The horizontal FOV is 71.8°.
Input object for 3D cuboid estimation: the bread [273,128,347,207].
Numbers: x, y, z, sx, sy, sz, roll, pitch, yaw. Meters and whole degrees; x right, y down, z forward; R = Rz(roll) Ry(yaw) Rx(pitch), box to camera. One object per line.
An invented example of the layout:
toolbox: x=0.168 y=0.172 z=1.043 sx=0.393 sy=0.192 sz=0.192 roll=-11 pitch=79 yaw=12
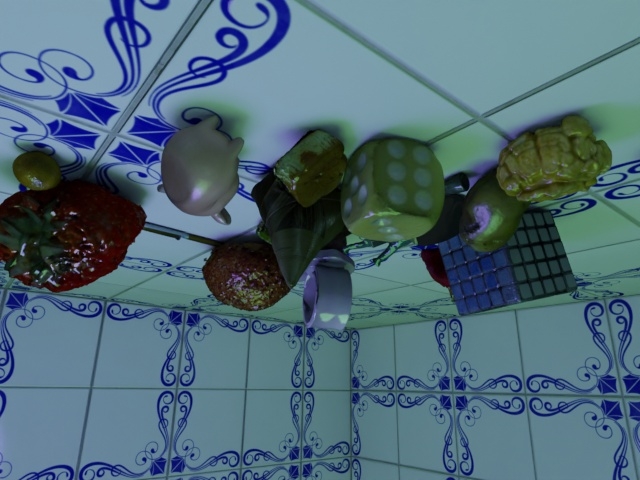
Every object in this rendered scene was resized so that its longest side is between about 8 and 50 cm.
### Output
bread: x=-0.014 y=-0.141 z=0.875 sx=0.140 sy=0.069 sz=0.128 roll=-42 pitch=152 yaw=-4

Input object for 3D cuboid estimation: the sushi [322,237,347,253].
sushi: x=0.013 y=0.020 z=1.386 sx=0.161 sy=0.107 sz=0.241 roll=-5 pitch=155 yaw=24

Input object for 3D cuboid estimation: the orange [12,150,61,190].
orange: x=-0.605 y=-0.148 z=0.950 sx=0.085 sy=0.085 sz=0.095 roll=-5 pitch=167 yaw=19

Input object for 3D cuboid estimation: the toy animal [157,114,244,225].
toy animal: x=-0.236 y=-0.126 z=0.880 sx=0.166 sy=0.154 sz=0.250 roll=45 pitch=158 yaw=2

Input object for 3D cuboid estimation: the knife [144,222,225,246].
knife: x=-0.469 y=-0.014 z=1.443 sx=0.343 sy=0.027 sz=0.061 roll=18 pitch=159 yaw=-42

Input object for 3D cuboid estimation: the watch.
watch: x=-0.002 y=0.155 z=1.301 sx=0.210 sy=0.218 sz=0.248 roll=8 pitch=155 yaw=-14

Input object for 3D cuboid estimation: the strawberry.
strawberry: x=-0.592 y=-0.019 z=1.113 sx=0.312 sy=0.267 sz=0.351 roll=-5 pitch=-174 yaw=2

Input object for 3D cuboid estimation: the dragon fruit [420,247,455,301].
dragon fruit: x=0.488 y=0.117 z=1.529 sx=0.262 sy=0.212 sz=0.134 roll=-5 pitch=155 yaw=34

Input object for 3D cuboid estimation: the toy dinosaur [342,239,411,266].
toy dinosaur: x=0.217 y=-0.058 z=1.201 sx=0.383 sy=0.129 sz=0.331 roll=15 pitch=147 yaw=-33

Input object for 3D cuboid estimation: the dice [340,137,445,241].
dice: x=0.146 y=-0.100 z=0.922 sx=0.166 sy=0.169 sz=0.169 roll=7 pitch=161 yaw=-19

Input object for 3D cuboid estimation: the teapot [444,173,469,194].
teapot: x=0.295 y=-0.123 z=1.049 sx=0.043 sy=0.043 sz=0.110 roll=16 pitch=158 yaw=-39

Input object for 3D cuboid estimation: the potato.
potato: x=0.398 y=-0.069 z=1.015 sx=0.137 sy=0.154 sz=0.200 roll=12 pitch=136 yaw=9

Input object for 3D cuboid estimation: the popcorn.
popcorn: x=0.441 y=-0.143 z=0.836 sx=0.194 sy=0.140 sz=0.163 roll=-4 pitch=166 yaw=10

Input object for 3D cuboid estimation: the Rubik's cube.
Rubik's cube: x=0.511 y=0.064 z=1.228 sx=0.238 sy=0.237 sz=0.237 roll=-7 pitch=165 yaw=-28

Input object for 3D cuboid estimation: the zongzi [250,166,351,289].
zongzi: x=0.000 y=0.000 z=1.016 sx=0.289 sy=0.318 sz=0.154 roll=15 pitch=138 yaw=-38

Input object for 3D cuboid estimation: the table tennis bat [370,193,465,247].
table tennis bat: x=0.262 y=-0.038 z=1.165 sx=0.274 sy=0.021 sz=0.154 roll=-19 pitch=127 yaw=5

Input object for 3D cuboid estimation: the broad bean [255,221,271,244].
broad bean: x=-0.111 y=0.007 z=1.428 sx=0.098 sy=0.056 sz=0.318 roll=8 pitch=167 yaw=28

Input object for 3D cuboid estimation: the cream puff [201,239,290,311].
cream puff: x=-0.243 y=0.133 z=1.548 sx=0.350 sy=0.229 sz=0.350 roll=-3 pitch=169 yaw=-1
